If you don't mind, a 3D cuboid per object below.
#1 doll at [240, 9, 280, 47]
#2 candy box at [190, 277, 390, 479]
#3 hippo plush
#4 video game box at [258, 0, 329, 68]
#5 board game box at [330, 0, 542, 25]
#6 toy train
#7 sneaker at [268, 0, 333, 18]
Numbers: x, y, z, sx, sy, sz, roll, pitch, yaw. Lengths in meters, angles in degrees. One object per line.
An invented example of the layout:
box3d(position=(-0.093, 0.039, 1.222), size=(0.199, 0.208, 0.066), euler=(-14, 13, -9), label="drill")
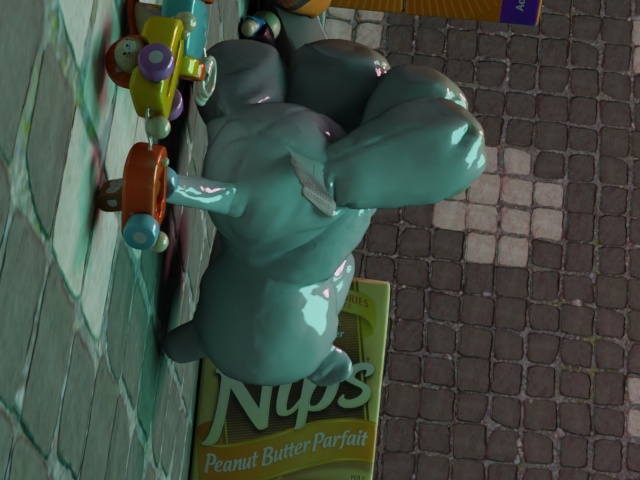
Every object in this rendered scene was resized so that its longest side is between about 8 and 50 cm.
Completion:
box3d(position=(-0.065, -0.176, 1.443), size=(0.129, 0.046, 0.189), euler=(81, 6, -50), label="doll")
box3d(position=(-0.034, 0.190, 1.372), size=(0.087, 0.182, 0.317), euler=(6, 90, -89), label="candy box")
box3d(position=(0.000, 0.000, 1.032), size=(0.294, 0.234, 0.237), euler=(-83, 177, -60), label="hippo plush")
box3d(position=(-0.016, -0.203, 1.574), size=(0.187, 0.048, 0.205), euler=(98, -30, -71), label="video game box")
box3d(position=(0.134, -0.537, 1.802), size=(0.357, 0.356, 0.356), euler=(-83, 177, -56), label="board game box")
box3d(position=(-0.096, -0.079, 0.762), size=(0.166, 0.046, 0.125), euler=(-78, 175, -48), label="toy train")
box3d(position=(0.039, -0.356, 1.461), size=(0.321, 0.125, 0.180), euler=(-34, 174, -35), label="sneaker")
